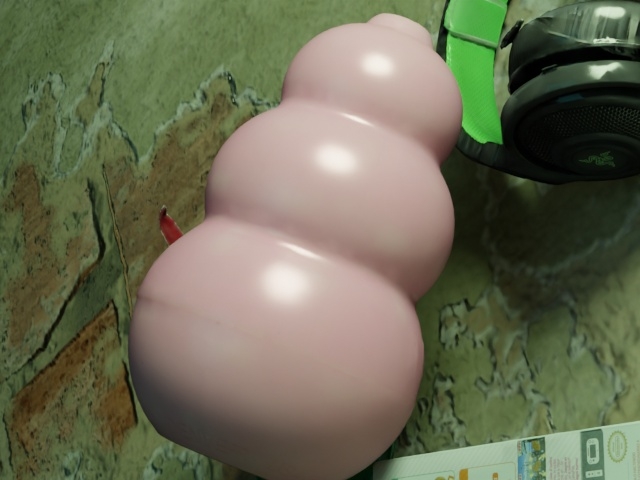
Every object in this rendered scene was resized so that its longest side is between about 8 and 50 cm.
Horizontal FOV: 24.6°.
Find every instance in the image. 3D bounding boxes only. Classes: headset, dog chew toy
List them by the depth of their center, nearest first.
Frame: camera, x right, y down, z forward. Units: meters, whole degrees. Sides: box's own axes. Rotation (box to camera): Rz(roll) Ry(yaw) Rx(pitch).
[{"bbox_3d":[0.179,-0.165,0.959,0.394,0.185,0.243,9,84,62],"label":"headset"},{"bbox_3d":[0.000,0.000,1.021,0.206,0.206,0.332,13,78,51],"label":"dog chew toy"}]

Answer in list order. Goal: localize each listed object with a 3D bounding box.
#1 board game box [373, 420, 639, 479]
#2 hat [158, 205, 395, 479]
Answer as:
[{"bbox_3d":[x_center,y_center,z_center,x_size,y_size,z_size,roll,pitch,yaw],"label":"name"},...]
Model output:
[{"bbox_3d":[0.165,0.236,0.902,0.303,0.097,0.224,-16,64,44],"label":"board game box"},{"bbox_3d":[-0.067,0.124,1.142,0.173,0.183,0.208,-50,45,26],"label":"hat"}]
